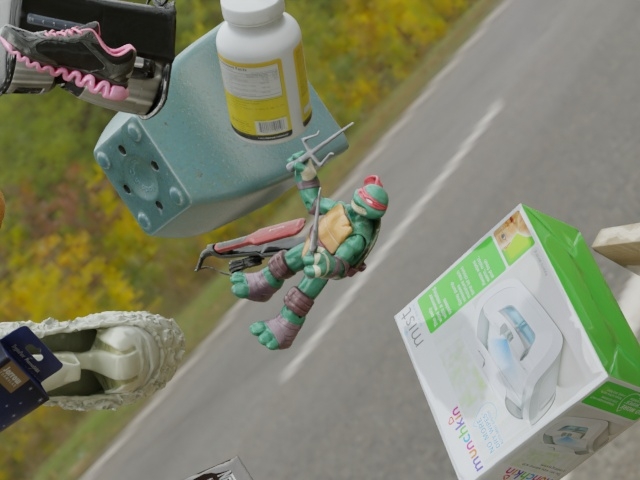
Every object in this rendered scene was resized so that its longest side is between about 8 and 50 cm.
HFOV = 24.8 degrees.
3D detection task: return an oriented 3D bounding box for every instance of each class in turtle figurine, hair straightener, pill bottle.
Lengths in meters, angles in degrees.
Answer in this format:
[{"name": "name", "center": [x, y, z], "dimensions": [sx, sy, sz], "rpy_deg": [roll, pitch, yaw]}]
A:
[{"name": "turtle figurine", "center": [0.000, 0.000, 1.562], "dimensions": [0.234, 0.118, 0.175], "rpy_deg": [-52, 26, 24]}, {"name": "hair straightener", "center": [-0.107, 0.029, 2.417], "dimensions": [0.230, 0.089, 0.047], "rpy_deg": [-17, 33, 25]}, {"name": "pill bottle", "center": [-0.070, -0.215, 1.757], "dimensions": [0.103, 0.184, 0.103], "rpy_deg": [-5, 38, 4]}]

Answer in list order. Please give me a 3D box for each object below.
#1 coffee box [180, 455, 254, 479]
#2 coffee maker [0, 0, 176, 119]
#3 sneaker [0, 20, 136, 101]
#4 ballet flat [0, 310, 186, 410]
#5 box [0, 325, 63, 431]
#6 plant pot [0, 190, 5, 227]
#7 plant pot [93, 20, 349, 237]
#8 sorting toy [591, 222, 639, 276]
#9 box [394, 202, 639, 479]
[{"name": "coffee box", "center": [-0.208, 0.418, 1.920], "dimensions": [0.297, 0.119, 0.168], "rpy_deg": [-22, 18, -12]}, {"name": "coffee maker", "center": [-0.254, -0.224, 1.555], "dimensions": [0.120, 0.178, 0.171], "rpy_deg": [-44, 43, 51]}, {"name": "sneaker", "center": [-0.208, -0.162, 1.216], "dimensions": [0.057, 0.119, 0.047], "rpy_deg": [-64, 20, 16]}, {"name": "ballet flat", "center": [-0.340, 0.177, 2.007], "dimensions": [0.409, 0.147, 0.147], "rpy_deg": [-3, -22, -37]}, {"name": "box", "center": [-0.436, 0.205, 1.835], "dimensions": [0.225, 0.036, 0.136], "rpy_deg": [-35, -32, -6]}, {"name": "plant pot", "center": [-0.502, -0.055, 1.798], "dimensions": [0.205, 0.188, 0.205], "rpy_deg": [-21, 51, 29]}, {"name": "plant pot", "center": [-0.167, -0.138, 2.053], "dimensions": [0.252, 0.247, 0.248], "rpy_deg": [-36, 2, -37]}, {"name": "sorting toy", "center": [0.438, 0.023, 1.448], "dimensions": [0.089, 0.255, 0.257], "rpy_deg": [-63, 7, -7]}, {"name": "box", "center": [0.239, 0.136, 1.707], "dimensions": [0.231, 0.127, 0.262], "rpy_deg": [-43, 47, 27]}]
